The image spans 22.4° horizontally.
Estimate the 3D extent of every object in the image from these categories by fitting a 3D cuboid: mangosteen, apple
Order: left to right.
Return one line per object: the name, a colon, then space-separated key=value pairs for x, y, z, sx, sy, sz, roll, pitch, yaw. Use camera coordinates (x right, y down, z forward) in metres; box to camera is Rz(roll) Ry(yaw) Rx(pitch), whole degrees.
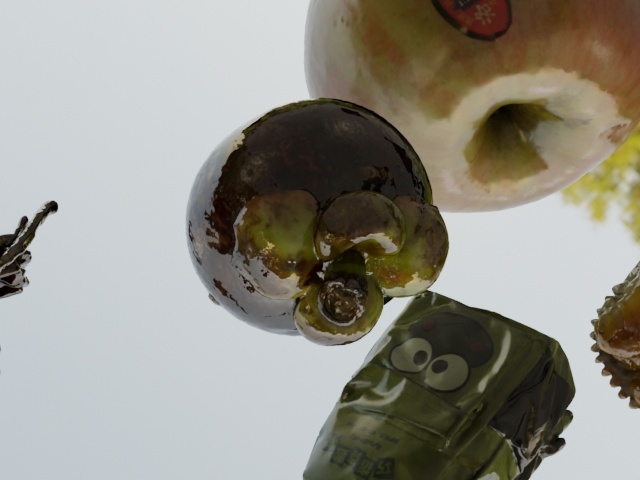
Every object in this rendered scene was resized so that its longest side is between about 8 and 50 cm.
mangosteen: x=0.000 y=0.000 z=1.211 sx=0.192 sy=0.192 sz=0.217 roll=24 pitch=-155 yaw=-31
apple: x=0.168 y=-0.222 z=1.838 sx=0.391 sy=0.391 sz=0.346 roll=20 pitch=-143 yaw=-37

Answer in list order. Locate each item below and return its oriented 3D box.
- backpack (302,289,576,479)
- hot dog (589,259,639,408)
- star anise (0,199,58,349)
backpack: x=0.106 y=0.175 z=1.496 sx=0.207 sy=0.253 sz=0.140 roll=20 pitch=154 yaw=46
hot dog: x=0.290 y=0.015 z=1.030 sx=0.144 sy=0.268 sz=0.075 roll=46 pitch=-160 yaw=18
star anise: x=-0.293 y=0.026 z=1.127 sx=0.190 sy=0.126 sz=0.220 roll=26 pitch=-111 yaw=-22
